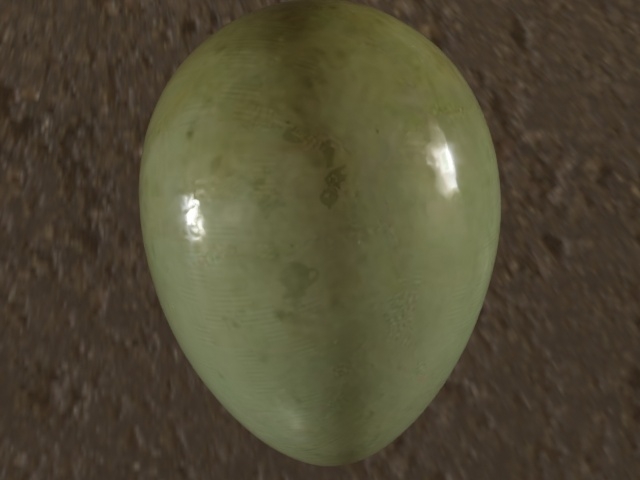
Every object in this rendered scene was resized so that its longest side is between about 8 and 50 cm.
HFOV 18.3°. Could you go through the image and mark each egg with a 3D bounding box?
[{"bbox_3d":[0.000,0.000,1.210,0.218,0.218,0.295,-2,107,-5],"label":"egg"}]
